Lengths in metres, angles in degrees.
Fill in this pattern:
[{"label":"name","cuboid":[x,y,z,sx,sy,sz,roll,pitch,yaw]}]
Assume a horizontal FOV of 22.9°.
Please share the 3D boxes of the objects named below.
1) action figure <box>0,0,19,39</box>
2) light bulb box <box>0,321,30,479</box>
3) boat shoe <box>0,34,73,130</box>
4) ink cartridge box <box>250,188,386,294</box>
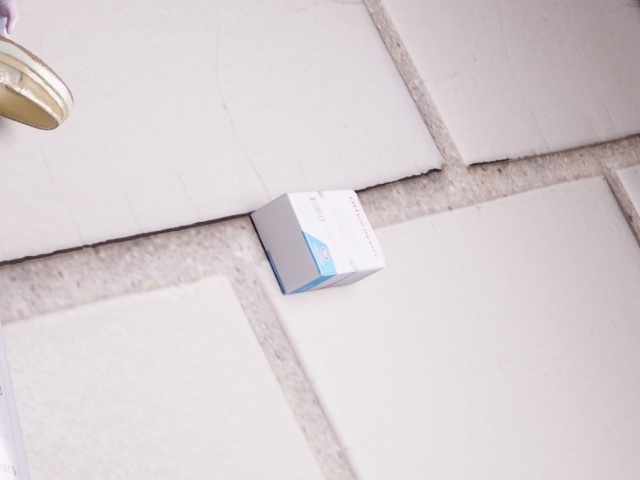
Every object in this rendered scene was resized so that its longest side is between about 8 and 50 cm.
[{"label":"action figure","cuboid":[-0.320,-0.335,1.276,0.370,0.248,0.276,11,28,-51]},{"label":"light bulb box","cuboid":[-0.339,0.031,0.761,0.358,0.225,0.361,37,33,-61]},{"label":"boat shoe","cuboid":[-0.283,-0.128,1.231,0.190,0.068,0.072,30,53,-26]},{"label":"ink cartridge box","cuboid":[0.000,0.000,1.538,0.122,0.052,0.088,-6,70,-56]}]
